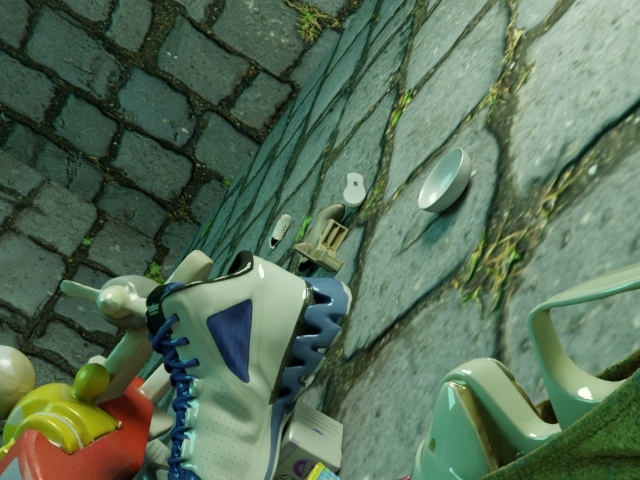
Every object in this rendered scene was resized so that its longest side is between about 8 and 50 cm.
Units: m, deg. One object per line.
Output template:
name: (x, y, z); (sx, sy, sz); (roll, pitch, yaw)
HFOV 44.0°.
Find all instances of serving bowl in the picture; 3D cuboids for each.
serving bowl: (0.148, -0.065, 0.914); (0.083, 0.027, 0.083); (-54, 13, 19)

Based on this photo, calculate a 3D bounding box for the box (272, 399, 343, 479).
box: (-0.091, 0.304, 0.880); (0.324, 0.067, 0.063); (-50, 16, 29)

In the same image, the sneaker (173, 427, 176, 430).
sneaker: (-0.149, 0.273, 1.095); (0.135, 0.097, 0.276); (-51, 13, 29)

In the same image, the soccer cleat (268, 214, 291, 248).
soccer cleat: (-0.086, -0.019, 1.675); (0.083, 0.029, 0.036); (-55, 22, 29)

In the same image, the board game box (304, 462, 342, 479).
board game box: (-0.049, 0.292, 0.675); (0.170, 0.048, 0.141); (-57, -8, 31)

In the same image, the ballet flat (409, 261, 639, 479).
ballet flat: (0.127, 0.095, 0.416); (0.348, 0.123, 0.123); (-45, 19, 42)

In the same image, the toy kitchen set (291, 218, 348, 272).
toy kitchen set: (0.005, -0.001, 1.208); (0.075, 0.068, 0.083); (-60, 14, -7)

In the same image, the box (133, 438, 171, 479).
box: (-0.282, 0.411, 1.133); (0.181, 0.119, 0.182); (-49, 1, 31)

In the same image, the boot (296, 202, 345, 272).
boot: (0.000, 0.000, 1.301); (0.118, 0.042, 0.087); (-46, 24, 46)

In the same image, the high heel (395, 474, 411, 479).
high heel: (0.021, 0.268, 0.517); (0.117, 0.082, 0.244); (-62, -4, 33)

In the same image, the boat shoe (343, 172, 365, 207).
boat shoe: (0.052, -0.073, 1.286); (0.100, 0.035, 0.035); (-88, 5, -58)

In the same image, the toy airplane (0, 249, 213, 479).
toy airplane: (-0.297, 0.208, 0.951); (0.384, 0.272, 0.386); (-39, 19, 50)

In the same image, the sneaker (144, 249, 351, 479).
sneaker: (-0.114, 0.139, 0.792); (0.316, 0.182, 0.127); (-64, 13, -22)
